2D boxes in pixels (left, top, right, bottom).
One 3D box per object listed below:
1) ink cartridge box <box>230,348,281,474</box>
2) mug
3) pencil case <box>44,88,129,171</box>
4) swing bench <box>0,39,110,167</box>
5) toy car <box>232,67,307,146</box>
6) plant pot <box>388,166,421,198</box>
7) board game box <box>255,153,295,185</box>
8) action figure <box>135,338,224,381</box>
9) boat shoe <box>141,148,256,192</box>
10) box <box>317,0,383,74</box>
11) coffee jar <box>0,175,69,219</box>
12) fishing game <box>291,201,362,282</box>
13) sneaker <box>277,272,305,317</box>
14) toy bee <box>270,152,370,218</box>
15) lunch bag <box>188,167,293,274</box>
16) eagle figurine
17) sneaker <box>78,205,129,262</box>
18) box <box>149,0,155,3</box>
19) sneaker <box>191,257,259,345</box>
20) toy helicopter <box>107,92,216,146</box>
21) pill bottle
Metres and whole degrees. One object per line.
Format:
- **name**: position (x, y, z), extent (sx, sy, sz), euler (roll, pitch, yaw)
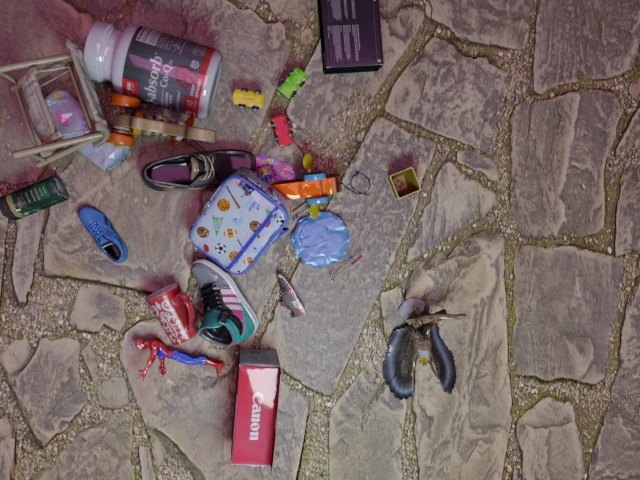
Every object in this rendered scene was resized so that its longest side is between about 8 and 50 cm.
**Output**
- **ink cartridge box**: position (-0.198, 0.512, 1.849), extent (0.130, 0.272, 0.309), euler (4, 92, -8)
- **mug**: position (-0.447, 0.230, 1.869), extent (0.113, 0.150, 0.169), euler (-28, 101, -20)
- **pencil case**: position (-0.706, -0.329, 1.816), extent (0.273, 0.113, 0.124), euler (38, 100, -7)
- **swing bench**: position (-0.726, -0.369, 1.664), extent (0.254, 0.165, 0.253), euler (-19, 88, -2)
- **toy car**: position (-0.128, -0.444, 1.915), extent (0.239, 0.053, 0.225), euler (41, 87, -8)
- **plant pot**: position (0.264, -0.184, 1.964), extent (0.081, 0.083, 0.081), euler (-23, 96, -6)
- **board game box**: position (-0.161, -0.198, 1.935), extent (0.168, 0.033, 0.133), euler (20, 91, -8)
- **action figure**: position (-0.457, 0.396, 1.899), extent (0.280, 0.091, 0.139), euler (24, 81, -8)
- **boat shoe**: position (-0.370, -0.207, 1.858), extent (0.355, 0.130, 0.132), euler (-11, 95, -6)
- **box**: position (0.092, -0.666, 1.906), extent (0.184, 0.103, 0.261), euler (-5, 93, -4)
- **coffee jar**: position (-0.858, -0.125, 1.817), extent (0.184, 0.096, 0.079), euler (-24, 93, -6)
- **fishing game**: position (0.000, 0.000, 1.965), extent (0.189, 0.041, 0.264), euler (-41, 89, -4)
- **sneaker**: position (-0.108, 0.181, 1.951), extent (0.065, 0.061, 0.158), euler (-29, 96, 2)
- **toy bee**: position (0.003, -0.162, 1.908), extent (0.298, 0.162, 0.195), euler (16, 106, 6)
- **lunch bag**: position (-0.234, -0.055, 1.846), extent (0.243, 0.115, 0.303), euler (39, 113, -6)
- **eagle figurine**: position (0.329, 0.357, 1.976), extent (0.226, 0.225, 0.298), euler (20, 128, 30)
- **sneaker**: position (-0.665, -0.020, 1.857), extent (0.069, 0.082, 0.209), euler (-37, 95, -2)
- **box**: position (-0.456, -0.838, 1.803), extent (0.232, 0.148, 0.127), euler (-36, 98, -3)
- **sneaker**: position (-0.328, 0.208, 1.857), extent (0.124, 0.178, 0.295), euler (-32, 99, 33)
- **toy helicopter**: position (-0.430, -0.316, 1.745), extent (0.355, 0.235, 0.140), euler (15, 97, 31)
- **pill bottle**: position (-0.486, -0.506, 1.787), extent (0.363, 0.210, 0.210), euler (15, 91, -7)
